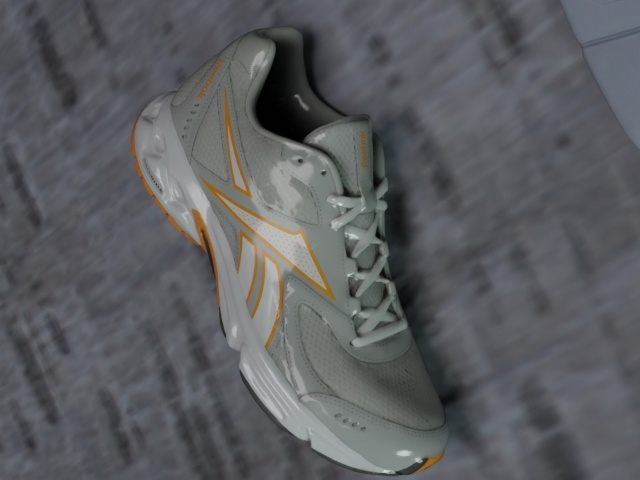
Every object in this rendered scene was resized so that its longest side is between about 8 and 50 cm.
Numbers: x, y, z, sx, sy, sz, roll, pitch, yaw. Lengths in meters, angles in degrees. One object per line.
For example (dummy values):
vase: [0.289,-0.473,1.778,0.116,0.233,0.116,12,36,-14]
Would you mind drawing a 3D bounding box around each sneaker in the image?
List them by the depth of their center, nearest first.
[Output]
sneaker: [0.000,0.000,0.768,0.121,0.099,0.262,-42,73,33]

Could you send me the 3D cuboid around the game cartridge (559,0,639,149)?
game cartridge: [0.176,-0.189,0.607,0.198,0.062,0.297,-13,91,36]
